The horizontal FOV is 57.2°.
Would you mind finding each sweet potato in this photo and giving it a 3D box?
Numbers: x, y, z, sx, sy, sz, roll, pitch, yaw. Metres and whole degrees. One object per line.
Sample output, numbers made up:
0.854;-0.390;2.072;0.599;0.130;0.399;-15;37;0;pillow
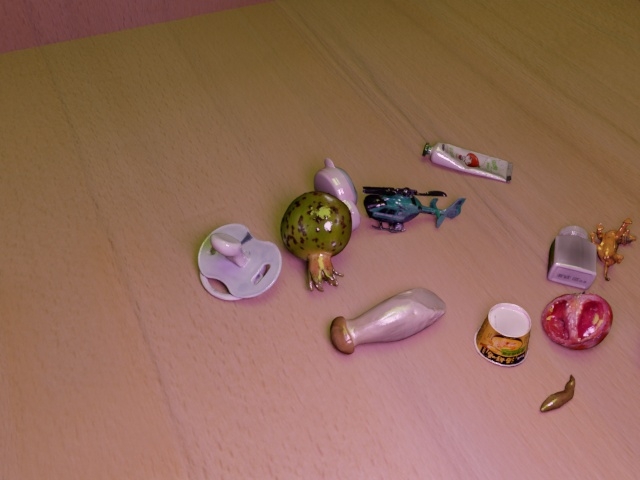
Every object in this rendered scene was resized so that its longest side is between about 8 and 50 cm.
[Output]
0.625;0.405;1.527;0.153;0.038;0.041;-29;77;-28;sweet potato

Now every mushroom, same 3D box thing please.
0.195;0.219;1.631;0.350;0.128;0.128;-16;49;-11;mushroom

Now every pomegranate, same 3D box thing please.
0.008;-0.013;1.766;0.231;0.231;0.286;-18;57;-18;pomegranate

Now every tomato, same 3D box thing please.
0.732;0.237;1.653;0.189;0.099;0.173;-8;49;48;tomato

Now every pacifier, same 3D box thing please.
-0.259;0.049;1.717;0.279;0.207;0.227;30;70;24;pacifier

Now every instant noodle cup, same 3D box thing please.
0.507;0.250;1.608;0.151;0.122;0.151;1;44;-1;instant noodle cup

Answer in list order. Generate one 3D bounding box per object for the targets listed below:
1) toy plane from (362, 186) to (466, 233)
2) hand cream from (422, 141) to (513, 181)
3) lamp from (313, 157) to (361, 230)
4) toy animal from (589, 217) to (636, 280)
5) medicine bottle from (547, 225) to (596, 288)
0.287;-0.109;1.925;0.381;0.155;0.106;9;44;-17;toy plane
0.546;-0.294;2.172;0.336;0.076;0.121;16;49;4;hand cream
0.067;-0.143;1.933;0.108;0.179;0.246;-22;70;-16;lamp
0.912;0.038;1.856;0.114;0.116;0.255;6;47;36;toy animal
0.786;0.047;1.832;0.132;0.088;0.188;14;48;12;medicine bottle
